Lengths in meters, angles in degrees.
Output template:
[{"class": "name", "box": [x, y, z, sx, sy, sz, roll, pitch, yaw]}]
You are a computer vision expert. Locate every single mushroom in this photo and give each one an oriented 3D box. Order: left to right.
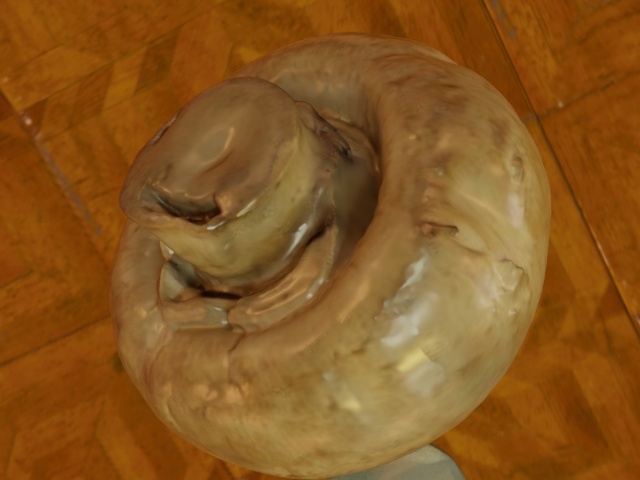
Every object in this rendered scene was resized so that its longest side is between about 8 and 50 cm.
[{"class": "mushroom", "box": [0.000, 0.000, 0.426, 0.166, 0.166, 0.127, -28, 142, 13]}]

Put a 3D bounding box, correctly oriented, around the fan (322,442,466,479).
[{"class": "fan", "box": [-0.067, 0.127, 0.471, 0.282, 0.023, 0.057, -6, 69, -21]}]
